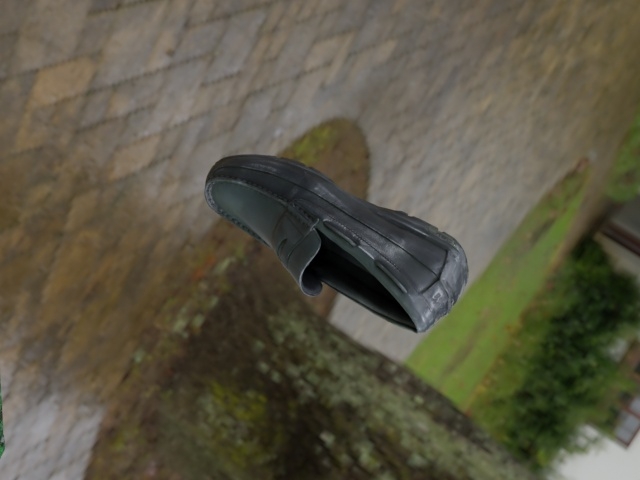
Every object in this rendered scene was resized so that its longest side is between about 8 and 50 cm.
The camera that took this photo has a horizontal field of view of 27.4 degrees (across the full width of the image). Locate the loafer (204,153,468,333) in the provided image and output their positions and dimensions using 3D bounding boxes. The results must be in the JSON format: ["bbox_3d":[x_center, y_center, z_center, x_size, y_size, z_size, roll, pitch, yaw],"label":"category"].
[{"bbox_3d":[0.000,0.000,0.967,0.078,0.223,0.076,-50,152,-31],"label":"loafer"}]

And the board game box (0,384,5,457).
[{"bbox_3d":[-0.284,0.149,1.015,0.260,0.030,0.136,104,-1,-52],"label":"board game box"}]
